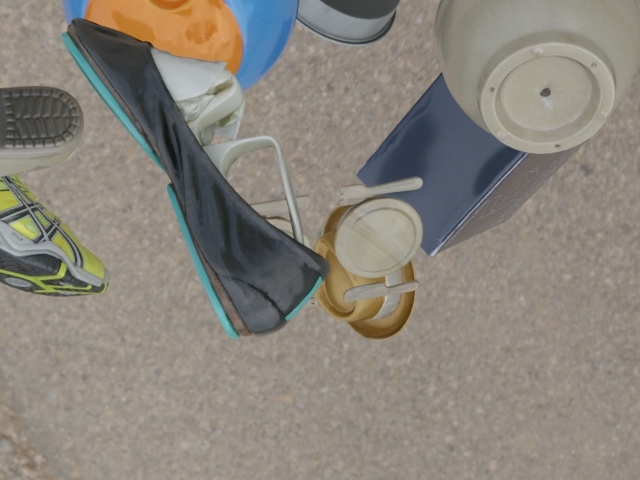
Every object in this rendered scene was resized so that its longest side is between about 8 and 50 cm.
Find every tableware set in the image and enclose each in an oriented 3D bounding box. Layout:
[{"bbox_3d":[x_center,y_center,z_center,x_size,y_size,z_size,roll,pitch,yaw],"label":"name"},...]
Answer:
[{"bbox_3d":[0.000,0.000,0.886,0.194,0.039,0.128,-9,123,-11],"label":"tableware set"}]

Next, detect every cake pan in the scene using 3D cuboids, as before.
[{"bbox_3d":[0.025,-0.477,1.643,0.293,0.293,0.054,41,141,-9],"label":"cake pan"}]

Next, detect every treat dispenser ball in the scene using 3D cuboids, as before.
[{"bbox_3d":[-0.169,-0.306,1.148,0.288,0.288,0.288,9,124,14],"label":"treat dispenser ball"}]

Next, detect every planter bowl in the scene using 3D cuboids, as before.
[{"bbox_3d":[0.169,-0.135,0.717,0.162,0.109,0.162,3,132,3],"label":"planter bowl"}]

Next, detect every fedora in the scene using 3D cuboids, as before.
[{"bbox_3d":[0.041,0.045,1.255,0.194,0.079,0.194,16,111,46],"label":"fedora"}]

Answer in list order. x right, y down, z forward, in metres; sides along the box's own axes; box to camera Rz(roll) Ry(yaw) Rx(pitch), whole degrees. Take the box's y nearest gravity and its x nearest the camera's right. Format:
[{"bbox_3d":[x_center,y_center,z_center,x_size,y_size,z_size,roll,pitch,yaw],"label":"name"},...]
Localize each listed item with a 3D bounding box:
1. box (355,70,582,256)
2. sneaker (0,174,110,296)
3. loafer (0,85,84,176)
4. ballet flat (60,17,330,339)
[{"bbox_3d":[0.304,-0.172,1.762,0.212,0.395,0.293,48,119,13],"label":"box"},{"bbox_3d":[-0.427,-0.030,1.302,0.145,0.147,0.384,-7,152,31],"label":"sneaker"},{"bbox_3d":[-0.373,-0.101,0.950,0.268,0.102,0.092,2,156,-6],"label":"loafer"},{"bbox_3d":[-0.083,-0.062,0.671,0.096,0.095,0.280,-31,74,-3],"label":"ballet flat"}]
